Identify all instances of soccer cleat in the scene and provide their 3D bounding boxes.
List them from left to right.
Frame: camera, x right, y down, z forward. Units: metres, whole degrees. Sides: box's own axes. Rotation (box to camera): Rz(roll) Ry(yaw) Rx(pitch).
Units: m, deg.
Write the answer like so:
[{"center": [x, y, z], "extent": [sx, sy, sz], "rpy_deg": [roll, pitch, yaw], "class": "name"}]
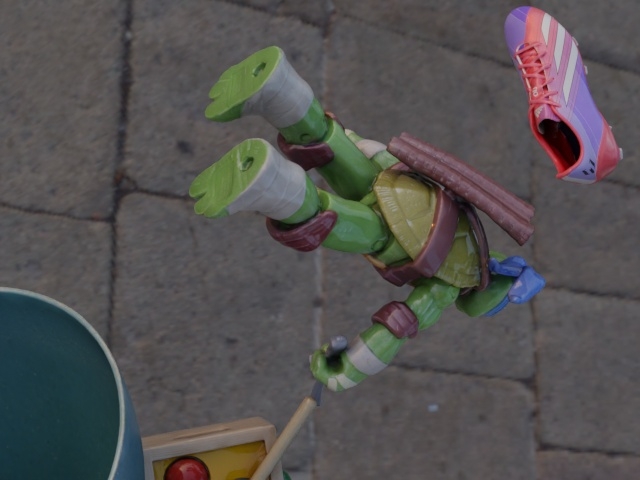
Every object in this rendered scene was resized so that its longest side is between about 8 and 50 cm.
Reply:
[{"center": [0.278, -0.179, 1.567], "extent": [0.095, 0.083, 0.248], "rpy_deg": [-9, 69, -40], "class": "soccer cleat"}]

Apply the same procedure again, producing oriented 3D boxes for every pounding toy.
[{"center": [-0.071, 0.195, 1.027], "extent": [0.141, 0.100, 0.130], "rpy_deg": [-9, 90, -12], "class": "pounding toy"}]

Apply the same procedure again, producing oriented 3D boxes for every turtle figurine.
[{"center": [0.000, 0.000, 0.966], "extent": [0.266, 0.275, 0.197], "rpy_deg": [38, 74, -35], "class": "turtle figurine"}]

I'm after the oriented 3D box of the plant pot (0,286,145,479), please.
[{"center": [-0.249, 0.207, 0.949], "extent": [0.290, 0.290, 0.195], "rpy_deg": [-58, 148, -29], "class": "plant pot"}]
